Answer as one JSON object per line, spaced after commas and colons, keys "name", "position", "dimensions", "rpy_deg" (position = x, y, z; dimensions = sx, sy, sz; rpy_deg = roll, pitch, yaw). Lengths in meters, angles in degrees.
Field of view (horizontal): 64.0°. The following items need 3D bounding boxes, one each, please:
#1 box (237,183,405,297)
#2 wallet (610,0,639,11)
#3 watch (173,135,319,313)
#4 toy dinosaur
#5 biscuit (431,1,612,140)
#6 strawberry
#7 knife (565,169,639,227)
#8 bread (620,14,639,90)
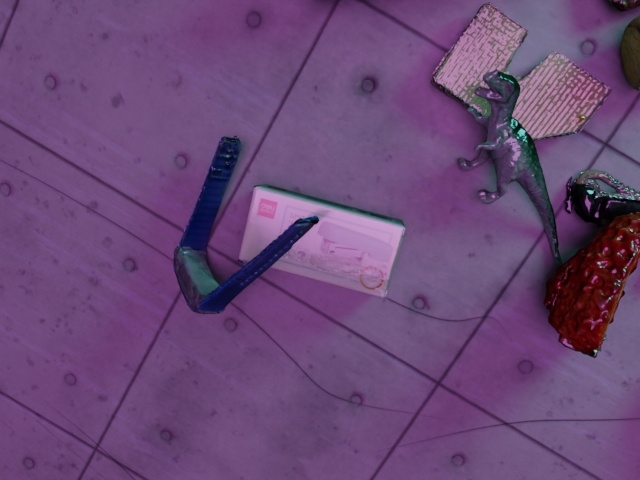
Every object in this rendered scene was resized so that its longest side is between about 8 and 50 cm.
{"name": "box", "position": [0.000, 0.000, 0.881], "dimensions": [0.269, 0.079, 0.135], "rpy_deg": [16, 101, 3]}
{"name": "wallet", "position": [0.563, -0.496, 0.730], "dimensions": [0.335, 0.068, 0.275], "rpy_deg": [-15, 91, 12]}
{"name": "watch", "position": [-0.135, 0.010, 0.820], "dimensions": [0.276, 0.068, 0.275], "rpy_deg": [48, 117, 42]}
{"name": "toy dinosaur", "position": [0.299, -0.093, 0.840], "dimensions": [0.129, 0.076, 0.383], "rpy_deg": [-7, 128, 36]}
{"name": "biscuit", "position": [0.316, -0.250, 0.817], "dimensions": [0.250, 0.046, 0.147], "rpy_deg": [33, 103, 0]}
{"name": "strawberry", "position": [0.425, 0.057, 0.809], "dimensions": [0.111, 0.190, 0.237], "rpy_deg": [25, 103, 32]}
{"name": "knife", "position": [0.580, -0.035, 0.812], "dimensions": [0.365, 0.043, 0.089], "rpy_deg": [14, 102, 9]}
{"name": "bread", "position": [0.516, -0.293, 0.753], "dimensions": [0.114, 0.129, 0.111], "rpy_deg": [-16, 54, 13]}
